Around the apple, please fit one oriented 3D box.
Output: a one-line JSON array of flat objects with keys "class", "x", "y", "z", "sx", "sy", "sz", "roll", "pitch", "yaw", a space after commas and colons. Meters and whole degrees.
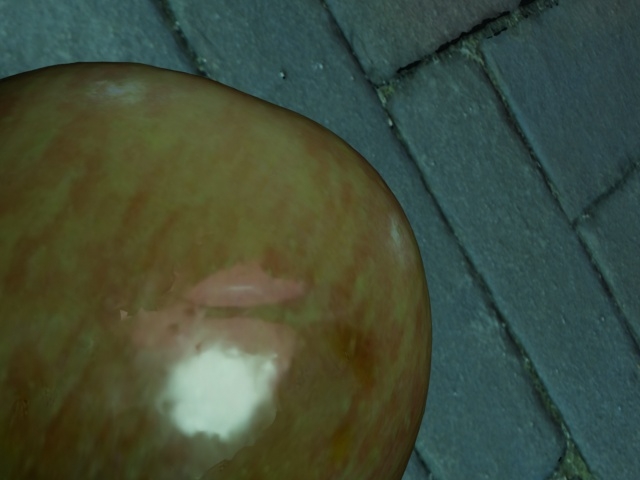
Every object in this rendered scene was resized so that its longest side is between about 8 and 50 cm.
[{"class": "apple", "x": -0.134, "y": 0.087, "z": 0.775, "sx": 0.391, "sy": 0.391, "sz": 0.346, "roll": 38, "pitch": 49, "yaw": -26}]
